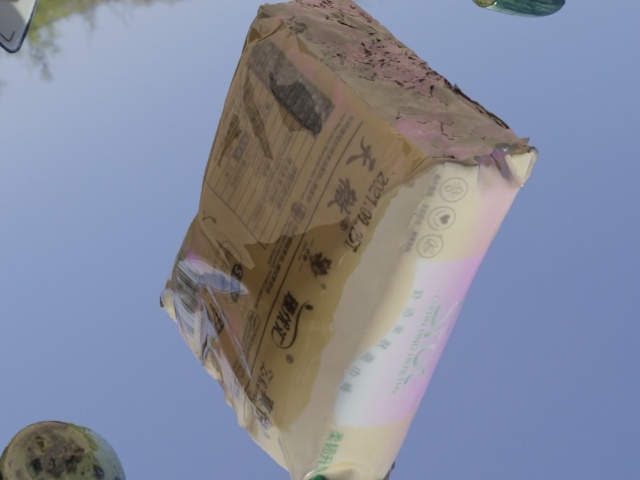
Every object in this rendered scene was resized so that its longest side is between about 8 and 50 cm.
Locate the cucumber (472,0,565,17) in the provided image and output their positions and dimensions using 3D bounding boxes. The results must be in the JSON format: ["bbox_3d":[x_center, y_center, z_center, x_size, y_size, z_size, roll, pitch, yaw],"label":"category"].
[{"bbox_3d":[0.194,-0.238,1.214,0.105,0.048,0.048,3,177,-39],"label":"cucumber"}]

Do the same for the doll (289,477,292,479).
[{"bbox_3d":[0.016,0.194,1.186,0.141,0.117,0.296,-47,-148,34],"label":"doll"}]

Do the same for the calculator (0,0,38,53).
[{"bbox_3d":[-0.352,-0.323,1.244,0.177,0.268,0.040,10,-150,-8],"label":"calculator"}]

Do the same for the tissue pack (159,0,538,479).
[{"bbox_3d":[0.000,0.000,0.797,0.123,0.257,0.215,-9,-139,-37],"label":"tissue pack"}]

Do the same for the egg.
[{"bbox_3d":[-0.285,0.270,1.385,0.141,0.182,0.141,-8,-137,7],"label":"egg"}]
